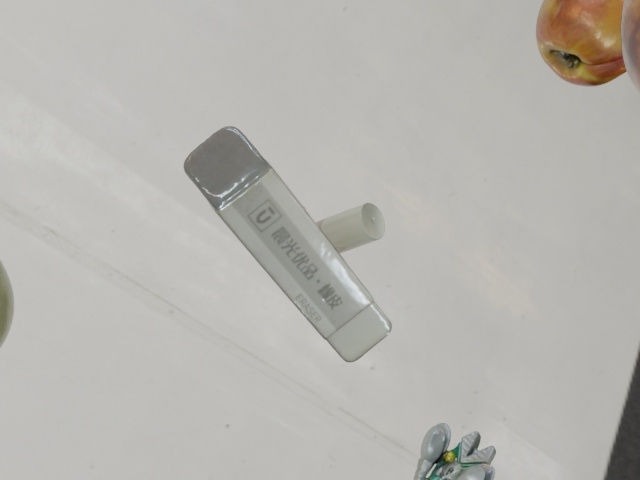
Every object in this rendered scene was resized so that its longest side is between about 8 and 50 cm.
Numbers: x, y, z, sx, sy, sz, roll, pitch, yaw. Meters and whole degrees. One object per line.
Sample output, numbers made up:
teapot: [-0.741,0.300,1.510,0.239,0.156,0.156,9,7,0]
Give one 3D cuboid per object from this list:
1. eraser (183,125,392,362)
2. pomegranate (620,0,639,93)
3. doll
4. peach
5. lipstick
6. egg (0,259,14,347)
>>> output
eraser: [-0.032,0.013,0.902,0.089,0.061,0.352,-38,119,1]
pomegranate: [0.438,-0.206,0.635,0.319,0.319,0.319,6,78,-29]
doll: [0.320,0.572,1.746,0.258,0.195,0.153,-65,151,-23]
peach: [0.630,-0.494,1.647,0.281,0.281,0.238,-67,152,-22]
lipstick: [0.000,0.000,1.339,0.070,0.254,0.070,22,58,-42]
egg: [-0.628,0.100,1.204,0.219,0.219,0.269,-23,115,-31]
